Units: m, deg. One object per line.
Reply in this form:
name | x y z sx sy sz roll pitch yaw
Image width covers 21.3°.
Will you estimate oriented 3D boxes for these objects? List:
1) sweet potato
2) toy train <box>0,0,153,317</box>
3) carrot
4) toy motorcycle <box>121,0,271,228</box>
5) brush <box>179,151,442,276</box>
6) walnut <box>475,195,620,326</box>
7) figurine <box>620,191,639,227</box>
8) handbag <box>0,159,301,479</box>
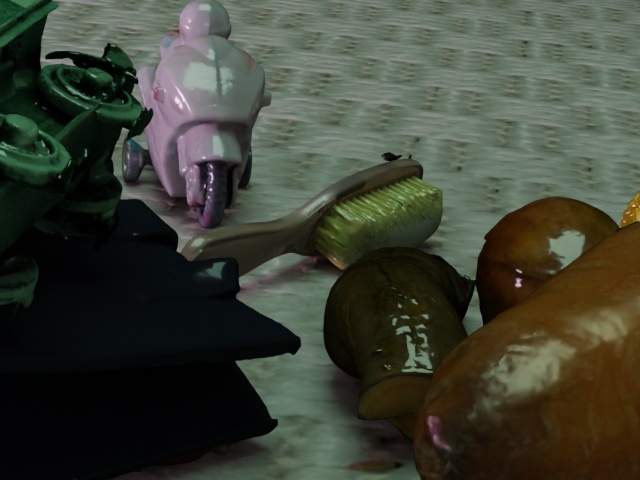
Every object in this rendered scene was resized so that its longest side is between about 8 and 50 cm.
sweet potato | 0.055 0.058 1.089 0.112 0.085 0.286 42 9 1
toy train | -0.183 -0.048 0.866 0.154 0.115 0.269 21 26 4
carrot | 0.140 0.080 0.901 0.159 0.159 0.225 21 25 40
toy motorcycle | -0.101 -0.118 1.427 0.110 0.171 0.260 3 20 -14
brush | 0.002 -0.001 1.267 0.067 0.072 0.313 31 29 26
walnut | 0.152 0.028 1.120 0.115 0.116 0.207 6 6 2
figurine | 0.265 0.008 1.316 0.094 0.115 0.156 36 36 -11
handbag | -0.212 0.030 0.955 0.329 0.122 0.303 -4 32 -45
